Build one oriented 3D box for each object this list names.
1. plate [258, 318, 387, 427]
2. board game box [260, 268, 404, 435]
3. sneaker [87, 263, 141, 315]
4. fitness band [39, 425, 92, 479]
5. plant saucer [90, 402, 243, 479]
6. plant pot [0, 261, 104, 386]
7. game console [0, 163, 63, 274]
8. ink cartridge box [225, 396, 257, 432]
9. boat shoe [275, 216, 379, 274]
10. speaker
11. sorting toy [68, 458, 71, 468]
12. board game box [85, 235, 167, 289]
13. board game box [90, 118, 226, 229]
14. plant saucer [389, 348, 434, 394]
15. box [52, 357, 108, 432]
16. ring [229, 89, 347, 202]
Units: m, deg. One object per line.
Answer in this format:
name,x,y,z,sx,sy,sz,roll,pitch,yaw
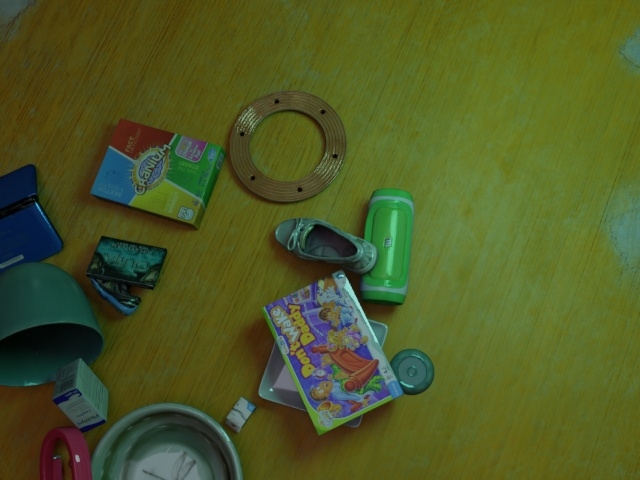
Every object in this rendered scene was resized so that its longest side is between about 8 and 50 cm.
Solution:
plate,0.008,0.316,1.665,0.278,0.045,0.277,16,79,7
board game box,0.029,0.280,1.608,0.234,0.078,0.347,-26,77,-2
sneaker,-0.571,0.129,1.750,0.188,0.067,0.078,39,62,13
fitness band,-0.633,0.614,1.586,0.209,0.054,0.290,-23,72,40
plant saucer,-0.385,0.614,1.602,0.401,0.100,0.400,-1,77,4
plant pot,-0.733,0.199,1.634,0.293,0.293,0.235,-26,59,-2
game console,-0.913,-0.043,1.826,0.293,0.173,0.250,-25,108,-1
ink cartridge box,-0.211,0.457,1.659,0.048,0.028,0.083,34,83,11
boat shoe,0.000,0.003,1.658,0.321,0.103,0.118,22,85,36
speaker,0.177,0.018,1.676,0.131,0.131,0.296,5,78,6
sorting toy,-0.626,0.600,1.645,0.042,0.061,0.102,-31,54,-2
board game box,-0.530,0.061,1.739,0.186,0.026,0.126,11,56,-1
board game box,-0.459,-0.190,1.802,0.317,0.064,0.242,16,79,8
plant saucer,0.238,0.342,1.653,0.120,0.021,0.119,-1,77,5
box,-0.613,0.398,1.626,0.072,0.126,0.137,-27,120,-1
ring,-0.092,-0.268,1.809,0.337,0.032,0.336,-1,77,4
